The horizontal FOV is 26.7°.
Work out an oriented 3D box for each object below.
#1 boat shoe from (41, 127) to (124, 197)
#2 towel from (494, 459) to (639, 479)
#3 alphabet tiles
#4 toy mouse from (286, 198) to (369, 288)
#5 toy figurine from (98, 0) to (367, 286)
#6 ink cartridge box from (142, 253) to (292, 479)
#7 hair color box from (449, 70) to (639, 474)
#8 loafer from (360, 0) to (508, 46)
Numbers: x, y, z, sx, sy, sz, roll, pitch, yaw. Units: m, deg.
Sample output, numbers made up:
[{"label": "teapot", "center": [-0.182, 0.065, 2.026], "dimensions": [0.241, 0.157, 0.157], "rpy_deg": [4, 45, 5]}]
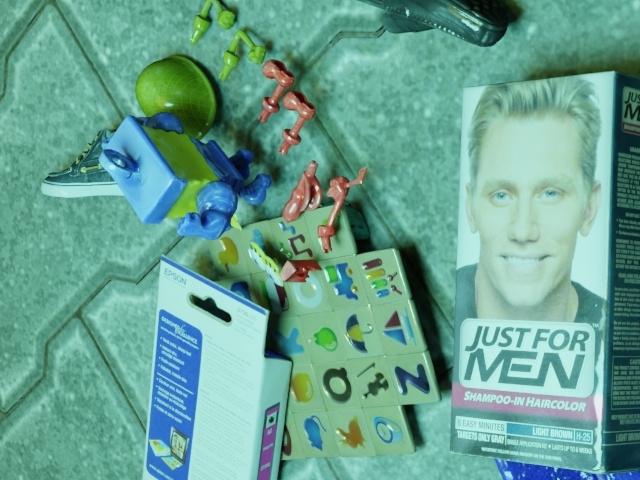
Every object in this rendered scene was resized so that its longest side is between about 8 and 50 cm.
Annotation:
[{"label": "boat shoe", "center": [-0.279, -0.099, 1.695], "dimensions": [0.183, 0.065, 0.083], "rpy_deg": [-1, 98, 32]}, {"label": "towel", "center": [0.287, 0.159, 1.282], "dimensions": [0.308, 0.076, 0.228], "rpy_deg": [-35, 78, 38]}, {"label": "alphabet tiles", "center": [-0.015, 0.112, 1.528], "dimensions": [0.342, 0.011, 0.285], "rpy_deg": [-12, 98, 45]}, {"label": "toy mouse", "center": [0.000, 0.000, 1.507], "dimensions": [0.161, 0.031, 0.143], "rpy_deg": [-17, 89, 40]}, {"label": "toy figurine", "center": [-0.150, -0.113, 1.446], "dimensions": [0.362, 0.217, 0.191], "rpy_deg": [54, 126, 30]}, {"label": "ink cartridge box", "center": [-0.127, 0.206, 1.611], "dimensions": [0.175, 0.069, 0.371], "rpy_deg": [25, 122, 34]}, {"label": "hair color box", "center": [0.218, 0.029, 1.234], "dimensions": [0.173, 0.105, 0.347], "rpy_deg": [-1, 85, 44]}, {"label": "loafer", "center": [0.096, -0.242, 1.357], "dimensions": [0.223, 0.076, 0.078], "rpy_deg": [36, 125, 33]}]
